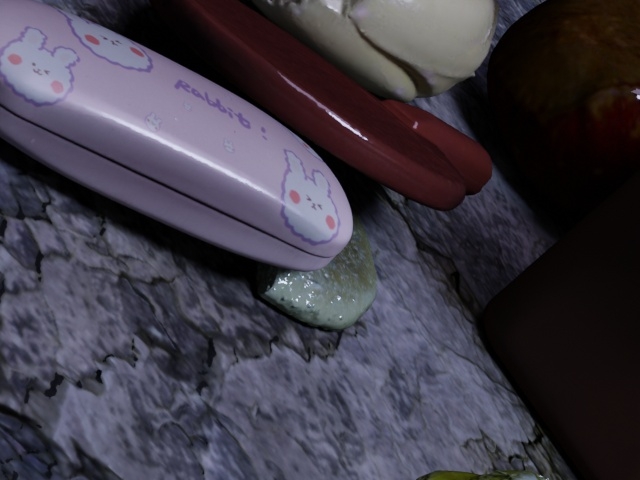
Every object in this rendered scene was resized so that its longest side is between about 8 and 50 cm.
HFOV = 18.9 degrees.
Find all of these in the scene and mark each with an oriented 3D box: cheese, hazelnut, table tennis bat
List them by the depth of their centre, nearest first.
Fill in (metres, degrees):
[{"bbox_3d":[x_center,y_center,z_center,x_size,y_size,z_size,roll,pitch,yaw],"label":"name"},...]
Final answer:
[{"bbox_3d":[0.021,-0.103,1.472,0.268,0.051,0.415,42,11,30],"label":"table tennis bat"},{"bbox_3d":[0.036,-0.240,1.670,0.233,0.127,0.266,28,29,-34],"label":"cheese"},{"bbox_3d":[0.253,-0.126,1.815,0.218,0.218,0.234,39,45,-22],"label":"hazelnut"}]

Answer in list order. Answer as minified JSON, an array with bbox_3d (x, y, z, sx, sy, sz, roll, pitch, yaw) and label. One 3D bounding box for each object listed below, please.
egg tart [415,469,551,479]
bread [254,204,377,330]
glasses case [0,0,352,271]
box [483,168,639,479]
[{"bbox_3d":[0.135,0.222,1.225,0.197,0.078,0.197,38,29,-26],"label":"egg tart"},{"bbox_3d":[0.003,0.000,1.372,0.112,0.036,0.193,37,28,-26],"label":"bread"},{"bbox_3d":[-0.103,-0.066,1.224,0.297,0.075,0.113,26,28,-32],"label":"glasses case"},{"bbox_3d":[0.322,0.066,1.578,0.239,0.229,0.339,55,25,13],"label":"box"}]
